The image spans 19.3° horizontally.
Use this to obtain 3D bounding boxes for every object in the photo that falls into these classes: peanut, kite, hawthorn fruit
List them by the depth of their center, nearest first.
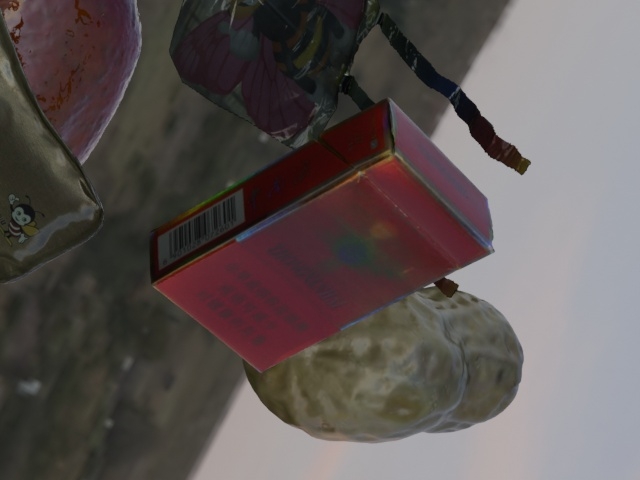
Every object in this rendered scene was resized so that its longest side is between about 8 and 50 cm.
[{"bbox_3d":[0.012,-0.124,1.350,0.022,0.360,0.204,0,128,-47],"label":"kite"},{"bbox_3d":[0.070,0.113,1.675,0.159,0.291,0.143,48,-62,39],"label":"peanut"},{"bbox_3d":[-0.304,-0.217,1.913,0.369,0.285,0.285,-49,-174,-8],"label":"hawthorn fruit"}]

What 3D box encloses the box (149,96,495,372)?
[{"bbox_3d":[0.000,-0.001,1.104,0.175,0.112,0.048,-28,-137,22],"label":"box"}]

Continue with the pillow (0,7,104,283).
[{"bbox_3d":[-0.244,-0.080,1.347,0.130,0.217,0.033,-27,-178,25],"label":"pillow"}]
